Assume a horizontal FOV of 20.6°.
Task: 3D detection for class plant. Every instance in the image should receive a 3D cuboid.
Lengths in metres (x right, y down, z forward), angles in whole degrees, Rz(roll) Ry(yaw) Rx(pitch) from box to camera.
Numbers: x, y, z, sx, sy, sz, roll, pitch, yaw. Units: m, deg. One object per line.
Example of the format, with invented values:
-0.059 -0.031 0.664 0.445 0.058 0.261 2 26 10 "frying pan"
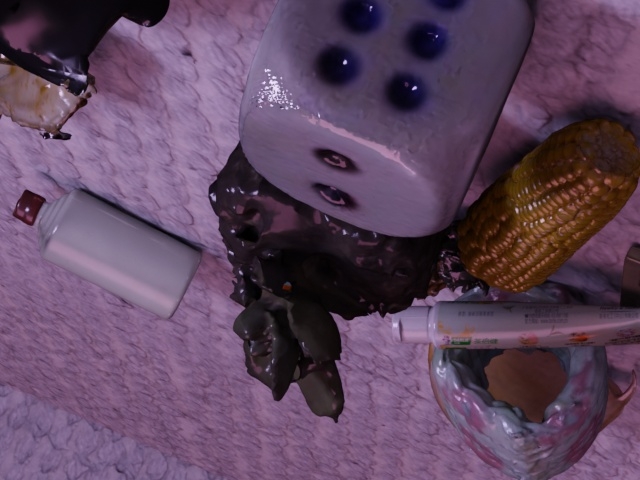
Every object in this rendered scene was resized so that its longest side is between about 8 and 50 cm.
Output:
0.000 0.000 1.623 0.213 0.312 0.215 24 164 12 "plant"

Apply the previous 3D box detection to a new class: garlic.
0.239 0.171 2.073 0.245 0.145 0.164 20 129 8 "garlic"

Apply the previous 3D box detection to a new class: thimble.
0.220 0.155 1.905 0.185 0.211 0.149 -10 150 8 "thimble"

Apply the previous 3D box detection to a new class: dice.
0.052 -0.127 1.410 0.194 0.193 0.192 25 162 4 "dice"

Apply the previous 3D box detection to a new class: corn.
0.206 -0.027 1.609 0.106 0.106 0.305 27 160 -5 "corn"

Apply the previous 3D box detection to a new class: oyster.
-0.350 -0.173 1.863 0.197 0.133 0.337 29 162 -17 "oyster"

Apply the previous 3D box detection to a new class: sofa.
-0.269 -0.270 1.539 0.258 0.182 0.200 36 175 -27 "sofa"

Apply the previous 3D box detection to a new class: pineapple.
0.129 0.013 1.830 0.197 0.108 0.108 2 152 25 "pineapple"

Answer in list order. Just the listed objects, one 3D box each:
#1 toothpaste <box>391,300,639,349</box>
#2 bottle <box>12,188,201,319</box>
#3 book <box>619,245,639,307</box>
0.229 0.088 1.814 0.314 0.056 0.058 -1 -162 15 "toothpaste"
-0.282 0.006 2.279 0.245 0.104 0.104 27 160 -6 "bottle"
0.436 0.097 1.769 0.282 0.025 0.215 21 161 14 "book"
